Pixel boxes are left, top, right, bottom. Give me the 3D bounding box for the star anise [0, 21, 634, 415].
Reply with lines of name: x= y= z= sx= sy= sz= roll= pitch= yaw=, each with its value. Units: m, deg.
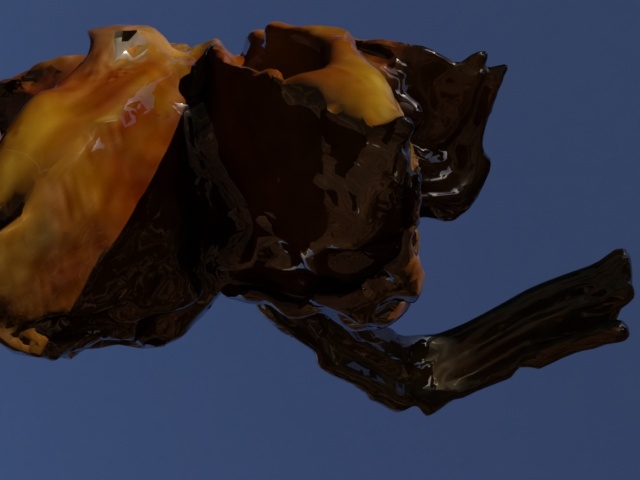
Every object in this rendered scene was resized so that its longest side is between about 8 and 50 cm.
star anise: x=0.004 y=-0.010 z=0.641 sx=0.237 sy=0.346 sz=0.148 roll=7 pitch=-95 yaw=48
